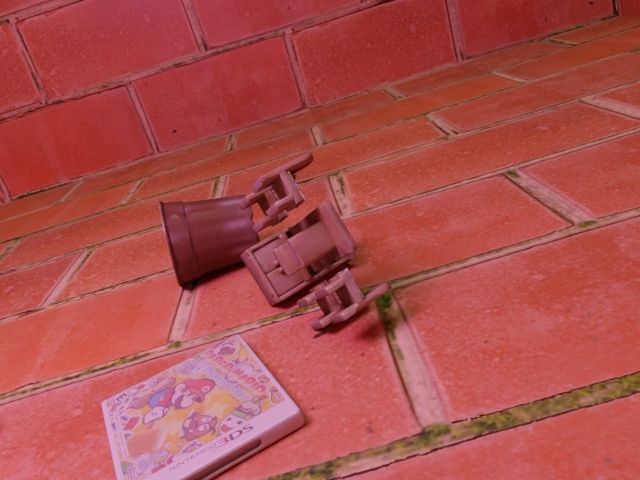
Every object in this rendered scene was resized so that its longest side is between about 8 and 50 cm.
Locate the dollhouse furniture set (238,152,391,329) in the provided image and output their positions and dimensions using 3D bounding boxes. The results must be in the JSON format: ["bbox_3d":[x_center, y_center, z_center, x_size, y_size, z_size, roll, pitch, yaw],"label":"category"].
[{"bbox_3d":[0.000,0.000,0.854,0.161,0.212,0.242,-31,-1,-26],"label":"dollhouse furniture set"}]

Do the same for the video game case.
[{"bbox_3d":[-0.155,0.211,0.707,0.206,0.026,0.227,-25,23,-18],"label":"video game case"}]

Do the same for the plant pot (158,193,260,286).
[{"bbox_3d":[-0.208,-0.012,1.104,0.165,0.166,0.167,-14,22,-11],"label":"plant pot"}]
